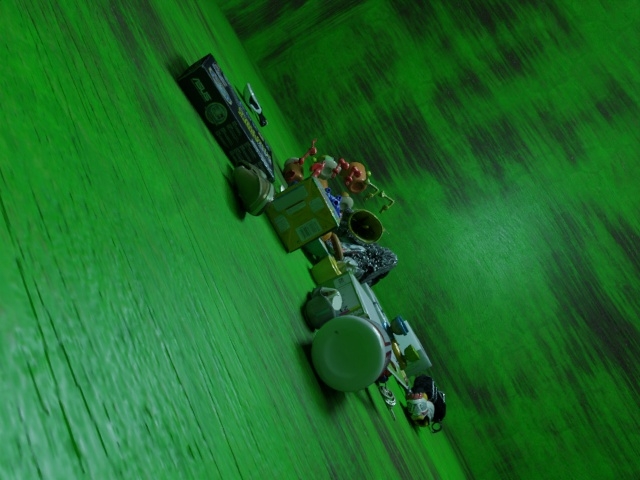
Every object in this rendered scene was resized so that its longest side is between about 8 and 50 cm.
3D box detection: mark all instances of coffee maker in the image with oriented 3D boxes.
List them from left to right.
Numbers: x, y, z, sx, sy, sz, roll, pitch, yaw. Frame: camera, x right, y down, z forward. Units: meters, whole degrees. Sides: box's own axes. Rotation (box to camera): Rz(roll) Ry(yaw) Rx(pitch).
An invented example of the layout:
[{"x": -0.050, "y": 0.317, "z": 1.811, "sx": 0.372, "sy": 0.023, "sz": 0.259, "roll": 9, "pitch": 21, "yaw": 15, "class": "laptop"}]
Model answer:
[{"x": 0.445, "y": 0.655, "z": 1.837, "sx": 0.178, "sy": 0.120, "sz": 0.171, "roll": 54, "pitch": 10, "yaw": -43, "class": "coffee maker"}]

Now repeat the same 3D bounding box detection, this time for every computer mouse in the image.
[{"x": -0.250, "y": -0.505, "z": 1.683, "sx": 0.193, "sy": 0.042, "sz": 0.106, "roll": 60, "pitch": 8, "yaw": -67, "class": "computer mouse"}]

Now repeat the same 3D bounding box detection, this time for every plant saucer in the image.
[{"x": 0.047, "y": 0.017, "z": 1.287, "sx": 0.083, "sy": 0.013, "sz": 0.084, "roll": 163, "pitch": -90, "yaw": -82, "class": "plant saucer"}]

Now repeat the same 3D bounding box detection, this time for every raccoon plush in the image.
[{"x": 0.101, "y": -0.001, "z": 1.581, "sx": 0.299, "sy": 0.216, "sz": 0.446, "roll": 56, "pitch": 2, "yaw": 19, "class": "raccoon plush"}]

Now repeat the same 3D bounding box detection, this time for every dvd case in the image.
[{"x": 0.070, "y": 0.015, "z": 1.393, "sx": 0.119, "sy": 0.013, "sz": 0.087, "roll": -4, "pitch": 31, "yaw": -35, "class": "dvd case"}]

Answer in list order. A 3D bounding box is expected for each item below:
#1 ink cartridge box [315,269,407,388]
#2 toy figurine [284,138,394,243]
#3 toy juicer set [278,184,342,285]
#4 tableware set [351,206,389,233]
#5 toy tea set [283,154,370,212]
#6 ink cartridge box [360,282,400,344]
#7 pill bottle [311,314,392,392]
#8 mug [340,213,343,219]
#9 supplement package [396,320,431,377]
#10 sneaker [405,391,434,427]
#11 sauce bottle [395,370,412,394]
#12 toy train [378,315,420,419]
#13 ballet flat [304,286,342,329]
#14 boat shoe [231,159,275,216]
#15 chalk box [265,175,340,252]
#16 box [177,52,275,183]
[{"x": 0.096, "y": 0.225, "z": 1.069, "sx": 0.189, "sy": 0.097, "sz": 0.255, "roll": 54, "pitch": 13, "yaw": -52, "class": "ink cartridge box"}, {"x": 0.023, "y": -0.135, "z": 1.451, "sx": 0.362, "sy": 0.191, "sz": 0.217, "roll": 31, "pitch": -16, "yaw": -23, "class": "toy figurine"}, {"x": 0.000, "y": 0.000, "z": 1.280, "sx": 0.329, "sy": 0.089, "sz": 0.209, "roll": 65, "pitch": 8, "yaw": 30, "class": "toy juicer set"}, {"x": 0.178, "y": -0.070, "z": 1.673, "sx": 0.154, "sy": 0.024, "sz": 0.104, "roll": 31, "pitch": 13, "yaw": -30, "class": "tableware set"}, {"x": 0.022, "y": -0.243, "z": 1.682, "sx": 0.336, "sy": 0.200, "sz": 0.124, "roll": 23, "pitch": 39, "yaw": -35, "class": "toy tea set"}, {"x": 0.172, "y": 0.262, "z": 1.516, "sx": 0.209, "sy": 0.086, "sz": 0.153, "roll": 64, "pitch": 6, "yaw": 27, "class": "ink cartridge box"}, {"x": 0.065, "y": 0.198, "z": 0.818, "sx": 0.121, "sy": 0.121, "sz": 0.221, "roll": 63, "pitch": 6, "yaw": 16, "class": "pill bottle"}, {"x": 0.078, "y": -0.032, "z": 1.936, "sx": 0.150, "sy": 0.113, "sz": 0.169, "roll": 56, "pitch": 12, "yaw": -30, "class": "mug"}, {"x": 0.349, "y": 0.454, "z": 1.869, "sx": 0.244, "sy": 0.133, "sz": 0.139, "roll": 53, "pitch": 11, "yaw": -53, "class": "supplement package"}, {"x": 0.326, "y": 0.575, "z": 1.507, "sx": 0.225, "sy": 0.088, "sz": 0.093, "roll": 53, "pitch": 31, "yaw": -51, "class": "sneaker"}, {"x": 0.295, "y": 0.502, "z": 1.667, "sx": 0.128, "sy": 0.042, "sz": 0.042, "roll": 66, "pitch": 8, "yaw": 19, "class": "sauce bottle"}, {"x": 0.209, "y": 0.338, "z": 1.241, "sx": 0.248, "sy": 0.143, "sz": 0.105, "roll": 64, "pitch": 8, "yaw": 24, "class": "toy train"}, {"x": 0.015, "y": 0.132, "z": 0.939, "sx": 0.072, "sy": 0.068, "sz": 0.213, "roll": 62, "pitch": 6, "yaw": -1, "class": "ballet flat"}, {"x": -0.135, "y": -0.104, "z": 0.843, "sx": 0.072, "sy": 0.068, "sz": 0.190, "roll": 44, "pitch": 4, "yaw": -27, "class": "boat shoe"}, {"x": -0.038, "y": -0.068, "z": 1.092, "sx": 0.132, "sy": 0.132, "sz": 0.213, "roll": 61, "pitch": 6, "yaw": -5, "class": "chalk box"}, {"x": -0.195, "y": -0.262, "z": 1.000, "sx": 0.270, "sy": 0.060, "sz": 0.216, "roll": 58, "pitch": 7, "yaw": -27, "class": "box"}]
